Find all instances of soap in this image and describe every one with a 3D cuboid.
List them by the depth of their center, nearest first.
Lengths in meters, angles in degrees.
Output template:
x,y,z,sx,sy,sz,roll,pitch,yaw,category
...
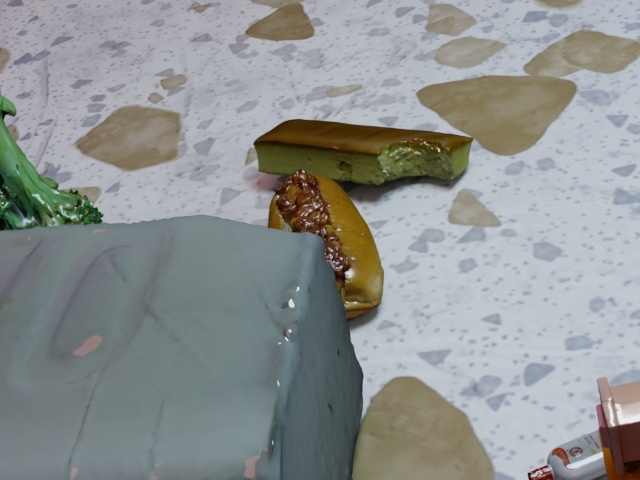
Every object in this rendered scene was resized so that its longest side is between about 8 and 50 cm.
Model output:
x,y,z,sx,sy,sz,roll,pitch,yaw,category
-0.191,0.148,1.064,0.435,0.213,0.350,-4,36,17,soap

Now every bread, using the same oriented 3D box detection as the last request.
x,y,z,sx,sy,sz,roll,pitch,yaw,category
0.045,-0.093,1.414,0.226,0.049,0.088,8,24,31,bread

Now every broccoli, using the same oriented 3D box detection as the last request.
x,y,z,sx,sy,sz,roll,pitch,yaw,category
-0.379,-0.038,1.363,0.308,0.275,0.308,16,15,-5,broccoli

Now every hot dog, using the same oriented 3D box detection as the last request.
x,y,z,sx,sy,sz,roll,pitch,yaw,category
0.000,0.000,1.298,0.102,0.076,0.249,-13,34,-1,hot dog

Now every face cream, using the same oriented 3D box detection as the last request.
x,y,z,sx,sy,sz,roll,pitch,yaw,category
0.201,0.171,1.025,0.083,0.021,0.040,-22,34,-5,face cream

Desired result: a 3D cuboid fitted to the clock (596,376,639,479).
x,y,z,sx,sy,sz,roll,pitch,yaw,category
0.314,0.141,0.848,0.255,0.219,0.106,-12,37,9,clock
